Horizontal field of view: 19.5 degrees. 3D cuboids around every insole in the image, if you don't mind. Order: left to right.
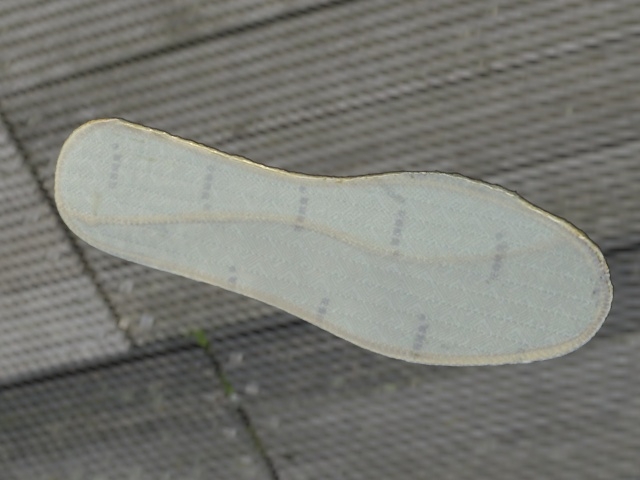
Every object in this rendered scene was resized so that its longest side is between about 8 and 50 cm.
[{"bbox_3d":[0.000,0.000,1.092,0.348,0.009,0.119,15,108,15],"label":"insole"}]
